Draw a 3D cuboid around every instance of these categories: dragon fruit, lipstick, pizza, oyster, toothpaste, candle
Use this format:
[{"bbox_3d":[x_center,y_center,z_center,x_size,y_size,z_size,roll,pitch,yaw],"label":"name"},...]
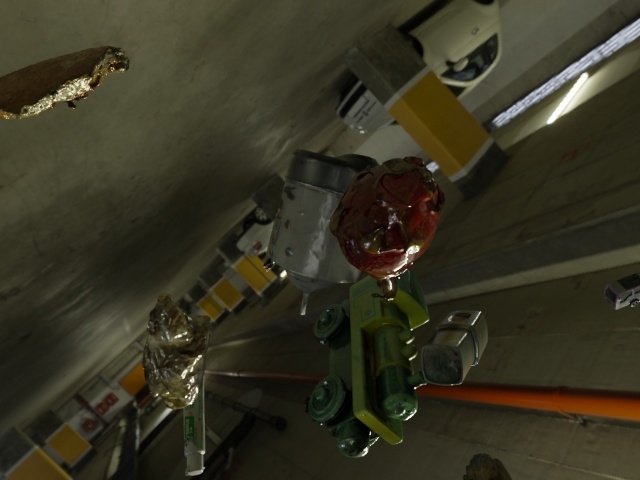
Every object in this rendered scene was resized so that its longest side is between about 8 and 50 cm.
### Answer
[{"bbox_3d":[0.083,0.004,0.546,0.246,0.125,0.125,77,31,-51],"label":"dragon fruit"},{"bbox_3d":[0.237,0.182,0.759,0.079,0.077,0.253,-6,180,28],"label":"lipstick"},{"bbox_3d":[-0.430,-0.240,0.678,0.271,0.134,0.056,-37,145,-25],"label":"pizza"},{"bbox_3d":[-0.292,0.245,0.915,0.166,0.110,0.341,-79,-179,-64],"label":"oyster"},{"bbox_3d":[-0.344,0.466,1.185,0.056,0.058,0.314,115,-31,-42],"label":"toothpaste"},{"bbox_3d":[0.000,0.000,0.784,0.187,0.188,0.330,-66,172,-79],"label":"candle"}]

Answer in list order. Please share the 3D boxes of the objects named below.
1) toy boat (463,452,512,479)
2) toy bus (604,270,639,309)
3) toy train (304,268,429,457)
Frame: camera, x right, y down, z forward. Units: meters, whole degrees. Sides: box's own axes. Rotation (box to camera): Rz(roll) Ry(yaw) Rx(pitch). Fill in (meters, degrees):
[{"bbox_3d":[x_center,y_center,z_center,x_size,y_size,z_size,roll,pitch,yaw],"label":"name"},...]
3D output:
[{"bbox_3d":[0.106,0.372,0.471,0.321,0.089,0.121,-50,-162,2],"label":"toy boat"},{"bbox_3d":[0.571,0.076,0.761,0.131,0.052,0.037,-23,-142,6],"label":"toy bus"},{"bbox_3d":[0.102,0.220,0.832,0.237,0.150,0.369,-36,-156,22],"label":"toy train"}]
